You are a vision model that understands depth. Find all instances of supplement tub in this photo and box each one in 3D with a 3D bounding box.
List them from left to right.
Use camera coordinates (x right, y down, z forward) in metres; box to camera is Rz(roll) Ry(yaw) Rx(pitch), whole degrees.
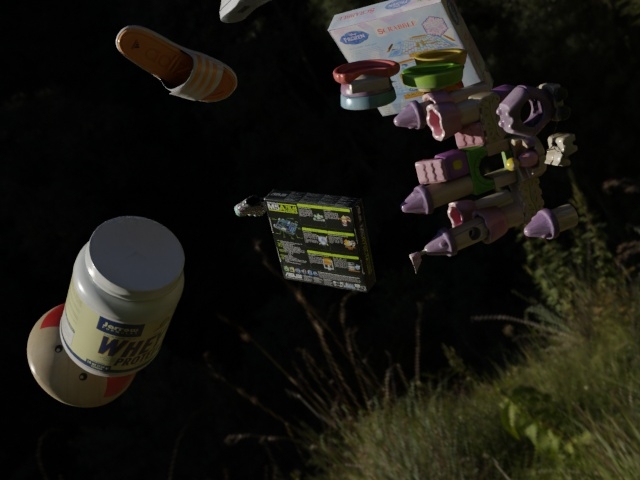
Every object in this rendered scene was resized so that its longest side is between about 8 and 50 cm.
[{"bbox_3d":[-0.432,0.124,1.813,0.235,0.235,0.325,-70,7,-45],"label":"supplement tub"}]

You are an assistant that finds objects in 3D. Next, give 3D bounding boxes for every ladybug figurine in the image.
[{"bbox_3d":[-0.620,0.283,2.286,0.162,0.305,0.449,-41,7,18],"label":"ladybug figurine"}]

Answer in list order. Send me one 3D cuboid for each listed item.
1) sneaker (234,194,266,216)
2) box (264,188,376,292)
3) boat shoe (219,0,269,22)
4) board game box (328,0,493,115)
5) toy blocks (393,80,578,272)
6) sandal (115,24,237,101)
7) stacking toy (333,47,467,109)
[{"bbox_3d":[-0.146,-0.085,1.940,0.098,0.038,0.069,-14,-17,-47],"label":"sneaker"},{"bbox_3d":[0.000,0.000,1.533,0.190,0.184,0.045,7,33,31],"label":"box"},{"bbox_3d":[-0.193,-0.659,2.181,0.258,0.095,0.084,-16,80,48],"label":"boat shoe"},{"bbox_3d":[0.232,-0.469,2.101,0.318,0.318,0.066,-5,51,33],"label":"board game box"},{"bbox_3d":[0.254,-0.113,1.438,0.260,0.289,0.309,-20,18,-12],"label":"toy blocks"},{"bbox_3d":[-0.290,-0.340,1.676,0.102,0.265,0.076,-53,35,25],"label":"sandal"},{"bbox_3d":[0.188,-0.329,1.857,0.308,0.130,0.279,-7,22,5],"label":"stacking toy"}]
